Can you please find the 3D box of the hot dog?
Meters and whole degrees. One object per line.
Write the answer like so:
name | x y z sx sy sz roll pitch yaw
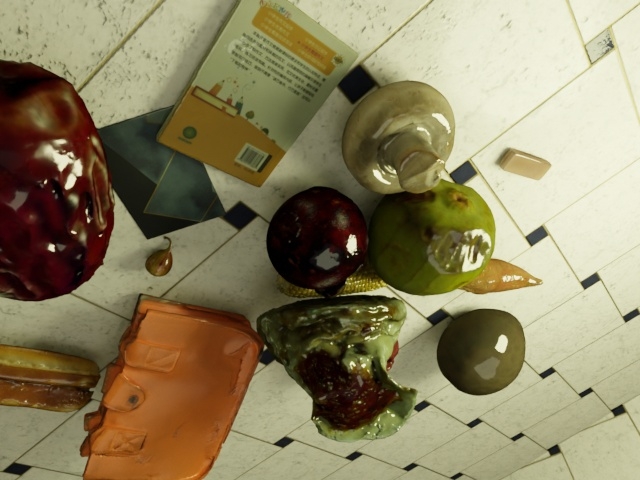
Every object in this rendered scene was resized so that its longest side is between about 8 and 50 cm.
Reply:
hot dog | -0.636 0.272 1.033 0.337 0.100 0.135 20 113 -33

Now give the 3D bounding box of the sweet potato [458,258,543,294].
sweet potato | 0.370 0.080 1.207 0.355 0.095 0.106 10 171 -24

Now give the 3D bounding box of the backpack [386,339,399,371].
backpack | 0.092 0.276 1.252 0.229 0.138 0.229 -10 135 -11

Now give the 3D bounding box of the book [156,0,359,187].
book | -0.103 -0.234 0.813 0.208 0.020 0.295 24 118 -35

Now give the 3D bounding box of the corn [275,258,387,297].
corn | 0.030 0.077 1.090 0.260 0.091 0.091 0 162 -19

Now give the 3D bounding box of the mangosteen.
mangosteen | 0.000 0.000 0.944 0.210 0.209 0.209 -10 132 -11

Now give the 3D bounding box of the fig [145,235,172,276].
fig | -0.307 0.032 0.971 0.050 0.050 0.083 18 103 -31

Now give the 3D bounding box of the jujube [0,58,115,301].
jujube | -0.428 -0.078 0.701 0.259 0.258 0.376 -8 144 -12

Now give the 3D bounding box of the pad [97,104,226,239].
pad | -0.281 -0.108 0.878 0.164 0.004 0.243 -19 133 -2

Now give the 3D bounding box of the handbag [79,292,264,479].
handbag | -0.324 0.335 1.097 0.304 0.116 0.410 17 101 -32

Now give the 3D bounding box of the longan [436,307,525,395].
longan | 0.435 0.293 1.339 0.248 0.248 0.248 -10 132 -11

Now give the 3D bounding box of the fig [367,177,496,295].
fig | 0.208 0.005 0.996 0.240 0.239 0.271 0 146 -19

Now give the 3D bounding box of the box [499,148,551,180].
box | 0.433 -0.160 1.059 0.115 0.025 0.048 10 131 -26

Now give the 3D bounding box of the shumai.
shumai | 0.031 0.264 1.036 0.330 0.288 0.292 -7 178 13

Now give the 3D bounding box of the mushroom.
mushroom | 0.143 -0.158 0.845 0.204 0.204 0.204 -10 132 -11
